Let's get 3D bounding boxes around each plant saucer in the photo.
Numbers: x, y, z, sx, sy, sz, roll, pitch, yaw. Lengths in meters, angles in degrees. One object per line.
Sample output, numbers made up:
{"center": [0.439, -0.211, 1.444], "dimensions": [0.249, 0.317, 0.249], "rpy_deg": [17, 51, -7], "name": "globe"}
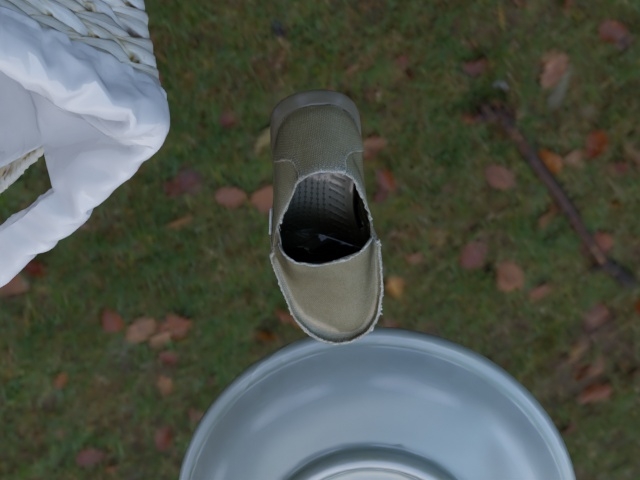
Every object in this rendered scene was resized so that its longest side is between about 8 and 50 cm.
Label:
{"center": [0.052, 0.285, 1.377], "dimensions": [0.400, 0.100, 0.400], "rpy_deg": [1, 108, 4], "name": "plant saucer"}

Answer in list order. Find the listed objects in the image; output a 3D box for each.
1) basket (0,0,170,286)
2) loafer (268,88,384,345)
{"center": [-0.321, -0.135, 0.933], "dimensions": [0.331, 0.266, 0.328], "rpy_deg": [25, 132, -36], "name": "basket"}
{"center": [0.000, 0.000, 0.664], "dimensions": [0.056, 0.050, 0.148], "rpy_deg": [-6, 132, 6], "name": "loafer"}
